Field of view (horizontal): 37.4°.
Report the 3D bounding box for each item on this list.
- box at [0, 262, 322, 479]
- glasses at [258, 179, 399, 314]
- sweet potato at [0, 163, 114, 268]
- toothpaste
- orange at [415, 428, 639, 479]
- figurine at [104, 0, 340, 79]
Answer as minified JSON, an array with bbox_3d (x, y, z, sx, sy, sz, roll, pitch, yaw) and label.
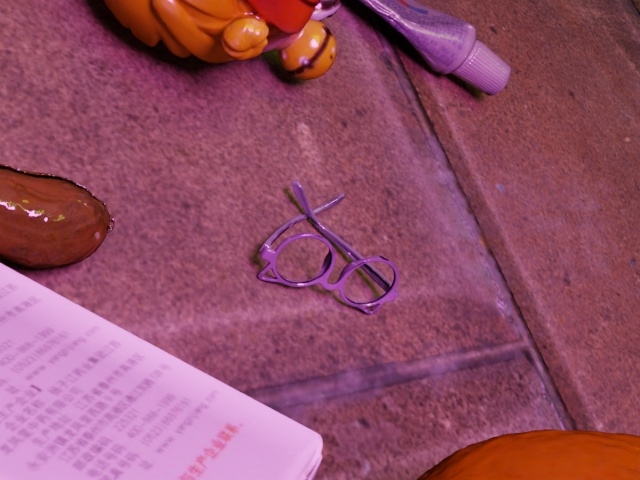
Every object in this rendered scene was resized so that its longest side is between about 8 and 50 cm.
[{"bbox_3d":[-0.172,0.111,0.399,0.299,0.200,0.106,25,28,10],"label":"box"},{"bbox_3d":[0.000,0.000,0.839,0.140,0.062,0.104,18,29,-30],"label":"glasses"},{"bbox_3d":[-0.252,-0.036,0.630,0.233,0.062,0.081,24,33,-21],"label":"sweet potato"},{"bbox_3d":[0.096,-0.257,1.078,0.282,0.099,0.068,31,89,-11],"label":"toothpaste"},{"bbox_3d":[0.151,0.285,0.569,0.340,0.293,0.341,10,70,-27],"label":"orange"},{"bbox_3d":[-0.084,-0.280,0.842,0.320,0.196,0.323,45,32,-15],"label":"figurine"}]
